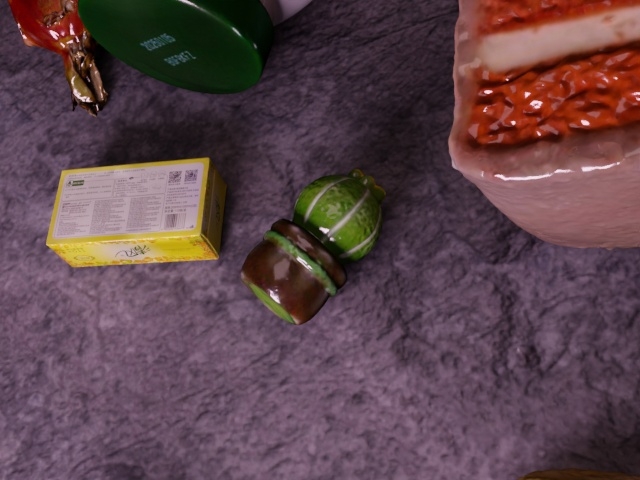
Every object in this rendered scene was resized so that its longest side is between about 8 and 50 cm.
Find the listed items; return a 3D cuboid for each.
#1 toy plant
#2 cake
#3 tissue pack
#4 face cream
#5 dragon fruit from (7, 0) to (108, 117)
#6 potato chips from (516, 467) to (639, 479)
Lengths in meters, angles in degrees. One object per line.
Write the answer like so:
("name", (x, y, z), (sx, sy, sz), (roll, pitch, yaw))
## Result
("toy plant", (0.000, 0.000, 0.840), (0.092, 0.093, 0.162), (33, 74, 25))
("cake", (0.280, -0.132, 0.707), (0.308, 0.230, 0.237), (-6, 72, 35))
("tissue pack", (-0.196, -0.028, 0.919), (0.175, 0.062, 0.095), (-4, 63, 14))
("face cream", (-0.113, -0.369, 0.964), (0.312, 0.219, 0.357), (11, 73, 17))
("dragon fruit", (-0.307, -0.260, 1.037), (0.125, 0.125, 0.246), (-15, 79, -7))
("potato chips", (0.332, 0.240, 0.662), (0.406, 0.057, 0.080), (12, 83, 19))
